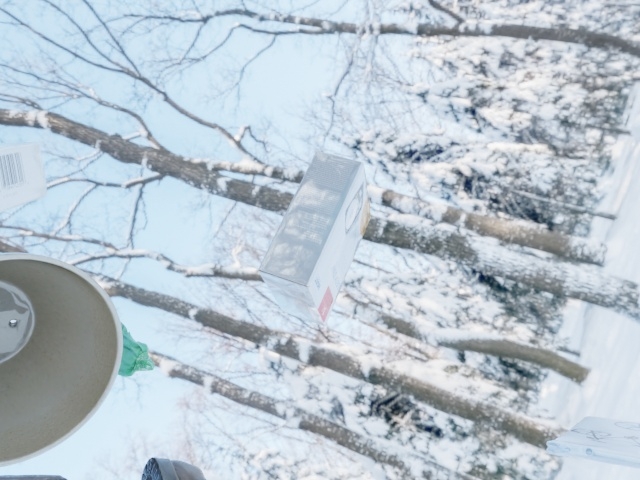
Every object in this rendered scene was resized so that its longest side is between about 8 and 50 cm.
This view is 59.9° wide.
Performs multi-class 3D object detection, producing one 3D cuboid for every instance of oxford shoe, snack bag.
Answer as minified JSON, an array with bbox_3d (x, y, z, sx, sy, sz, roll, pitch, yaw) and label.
[{"bbox_3d":[-0.141,0.350,0.662,0.096,0.227,0.083,18,-71,-35],"label":"oxford shoe"},{"bbox_3d":[0.576,0.345,0.903,0.342,0.323,0.037,12,-101,-53],"label":"snack bag"}]

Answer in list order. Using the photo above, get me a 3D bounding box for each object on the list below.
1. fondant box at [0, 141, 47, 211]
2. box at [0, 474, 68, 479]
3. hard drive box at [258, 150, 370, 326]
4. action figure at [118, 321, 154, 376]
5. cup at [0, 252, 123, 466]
[{"bbox_3d":[-0.622,-0.085,0.806,0.238,0.330,0.096,-78,-14,-74],"label":"fondant box"},{"bbox_3d":[-0.275,0.217,0.260,0.143,0.270,0.165,115,154,-43],"label":"box"},{"bbox_3d":[0.000,0.000,0.933,0.181,0.089,0.232,71,-140,-62],"label":"hard drive box"},{"bbox_3d":[-0.440,0.256,1.241,0.063,0.232,0.137,43,-115,-38],"label":"action figure"},{"bbox_3d":[-0.536,0.165,0.918,0.331,0.237,0.331,-10,-74,-40],"label":"cup"}]
